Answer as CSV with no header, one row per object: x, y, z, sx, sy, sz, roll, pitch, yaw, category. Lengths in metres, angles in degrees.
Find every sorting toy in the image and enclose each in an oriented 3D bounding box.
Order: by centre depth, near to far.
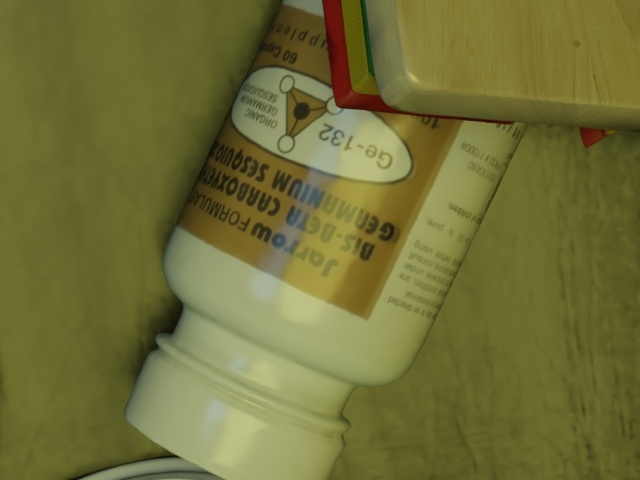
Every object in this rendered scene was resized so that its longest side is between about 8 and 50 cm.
0.109,-0.158,0.807,0.255,0.089,0.257,3,70,-29,sorting toy

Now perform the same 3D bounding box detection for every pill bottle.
0.000,0.000,0.873,0.131,0.131,0.229,25,91,-7,pill bottle

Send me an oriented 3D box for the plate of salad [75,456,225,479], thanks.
-0.076,0.177,0.863,0.199,0.200,0.048,-11,127,-5,plate of salad
